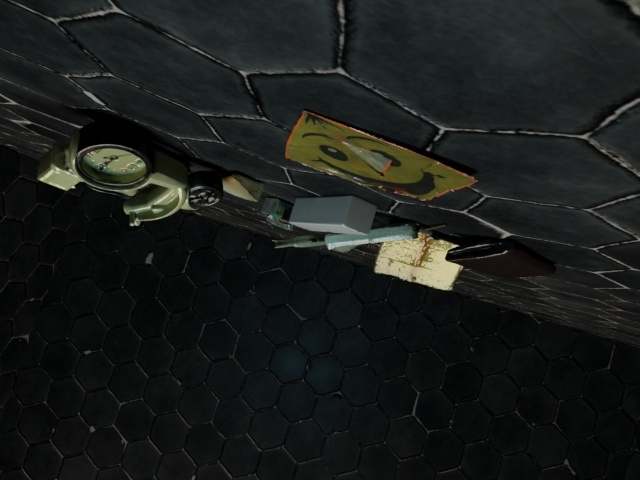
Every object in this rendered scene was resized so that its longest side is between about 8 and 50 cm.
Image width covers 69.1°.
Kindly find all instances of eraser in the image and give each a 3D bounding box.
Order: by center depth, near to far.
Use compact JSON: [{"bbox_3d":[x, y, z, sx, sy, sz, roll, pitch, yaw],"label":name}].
[{"bbox_3d":[0.022,-0.066,1.198,0.076,0.078,0.298,20,173,-29],"label":"eraser"}]

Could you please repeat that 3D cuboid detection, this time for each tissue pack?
[{"bbox_3d":[-0.120,-0.082,1.474,0.111,0.079,0.085,21,174,-40],"label":"tissue pack"}]

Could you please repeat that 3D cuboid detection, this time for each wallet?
[{"bbox_3d":[0.445,0.050,1.140,0.229,0.049,0.182,20,159,-36],"label":"wallet"}]

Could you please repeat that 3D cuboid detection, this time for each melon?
[{"bbox_3d":[-0.242,-0.154,1.283,0.098,0.054,0.182,29,168,-38],"label":"melon"}]

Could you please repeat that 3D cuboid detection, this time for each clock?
[{"bbox_3d":[-0.454,-0.151,1.156,0.277,0.120,0.379,-23,149,24],"label":"clock"}]

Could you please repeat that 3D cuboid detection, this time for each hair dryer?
[{"bbox_3d":[0.035,-0.005,1.322,0.229,0.092,0.267,-9,179,44],"label":"hair dryer"}]

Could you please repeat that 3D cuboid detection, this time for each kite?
[{"bbox_3d":[0.064,-0.129,0.750,0.378,0.013,0.327,16,175,35],"label":"kite"}]

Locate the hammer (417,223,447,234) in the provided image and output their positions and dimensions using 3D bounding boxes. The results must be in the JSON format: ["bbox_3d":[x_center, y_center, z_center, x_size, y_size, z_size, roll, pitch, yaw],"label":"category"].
[{"bbox_3d":[0.273,-0.032,1.112,0.036,0.019,0.110,18,169,-13],"label":"hammer"}]

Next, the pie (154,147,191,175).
[{"bbox_3d":[-0.501,-0.224,1.280,0.307,0.071,0.306,17,176,1],"label":"pie"}]

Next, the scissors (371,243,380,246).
[{"bbox_3d":[0.305,0.042,1.700,0.318,0.024,0.160,15,174,27],"label":"scissors"}]

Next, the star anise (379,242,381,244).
[{"bbox_3d":[0.181,-0.012,1.431,0.141,0.042,0.141,25,174,3],"label":"star anise"}]

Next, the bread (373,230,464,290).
[{"bbox_3d":[0.267,0.046,1.255,0.240,0.135,0.178,16,174,10],"label":"bread"}]

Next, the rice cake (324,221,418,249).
[{"bbox_3d":[0.127,-0.013,1.194,0.245,0.045,0.042,-6,-162,25],"label":"rice cake"}]
